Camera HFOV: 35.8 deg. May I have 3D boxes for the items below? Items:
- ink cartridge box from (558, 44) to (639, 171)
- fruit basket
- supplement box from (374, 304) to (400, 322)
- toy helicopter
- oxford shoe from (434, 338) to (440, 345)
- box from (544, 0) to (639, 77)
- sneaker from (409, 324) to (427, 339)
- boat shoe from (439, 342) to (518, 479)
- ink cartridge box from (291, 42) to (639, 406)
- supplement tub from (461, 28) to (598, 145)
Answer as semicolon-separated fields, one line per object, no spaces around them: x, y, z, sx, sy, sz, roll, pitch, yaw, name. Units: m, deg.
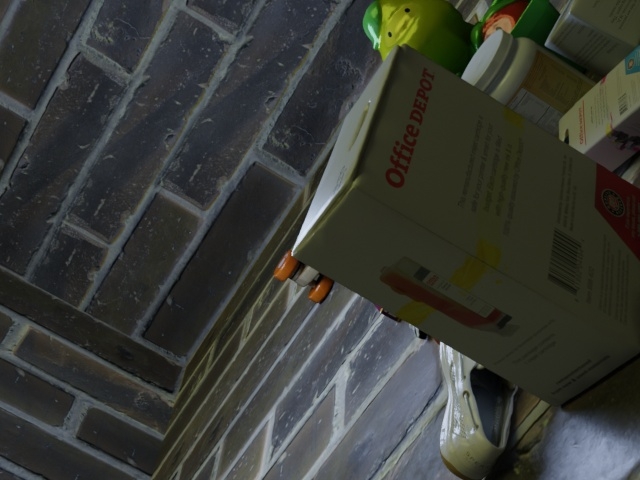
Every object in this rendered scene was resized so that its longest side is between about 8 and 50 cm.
0.408;-0.170;1.365;0.181;0.061;0.104;-47;28;50;ink cartridge box
0.247;-0.326;1.805;0.392;0.392;0.283;-57;11;15;fruit basket
0.141;0.121;1.955;0.055;0.043;0.083;-61;10;4;supplement box
0.000;0.000;2.676;0.235;0.140;0.355;-55;9;14;toy helicopter
0.232;0.069;1.621;0.098;0.097;0.271;-32;27;24;oxford shoe
0.456;-0.373;1.532;0.182;0.119;0.181;-60;-3;-4;box
0.198;0.127;1.723;0.109;0.040;0.044;-59;27;23;sneaker
0.221;0.182;1.318;0.096;0.098;0.277;-49;24;42;boat shoe
0.191;-0.022;1.201;0.160;0.384;0.279;-49;15;45;ink cartridge box
0.336;-0.234;1.587;0.144;0.199;0.144;-56;11;17;supplement tub
